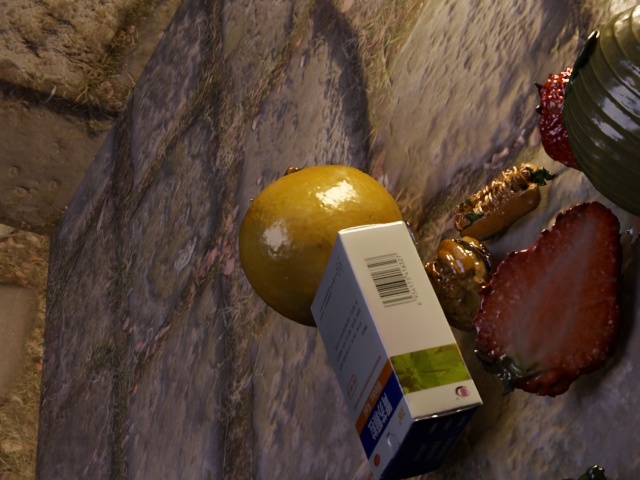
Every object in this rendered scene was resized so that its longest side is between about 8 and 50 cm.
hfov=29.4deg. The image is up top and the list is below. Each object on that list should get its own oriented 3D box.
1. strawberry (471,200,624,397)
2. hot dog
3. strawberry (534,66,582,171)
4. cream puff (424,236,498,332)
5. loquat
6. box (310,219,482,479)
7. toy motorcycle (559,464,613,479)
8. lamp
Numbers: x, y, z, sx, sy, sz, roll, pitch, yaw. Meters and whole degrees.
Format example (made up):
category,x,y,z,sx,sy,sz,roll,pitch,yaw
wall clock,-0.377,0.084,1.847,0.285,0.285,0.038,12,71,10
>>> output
category,x,y,z,sx,sy,sz,roll,pitch,yaw
strawberry,0.284,0.081,1.472,0.236,0.175,0.107,-38,-8,-2
hot dog,0.249,-0.052,1.704,0.188,0.055,0.072,-41,38,50
strawberry,0.334,-0.147,1.512,0.131,0.131,0.148,-65,18,16
cream puff,0.192,0.062,1.687,0.119,0.104,0.133,169,96,-68
loquat,0.000,0.000,1.941,0.275,0.275,0.275,-43,38,47
box,0.095,0.152,1.676,0.200,0.106,0.299,109,147,-53
toy motorcycle,0.219,0.338,1.371,0.205,0.127,0.275,-34,-2,-21
lamp,0.375,-0.116,1.291,0.250,0.250,0.284,-105,21,-49
